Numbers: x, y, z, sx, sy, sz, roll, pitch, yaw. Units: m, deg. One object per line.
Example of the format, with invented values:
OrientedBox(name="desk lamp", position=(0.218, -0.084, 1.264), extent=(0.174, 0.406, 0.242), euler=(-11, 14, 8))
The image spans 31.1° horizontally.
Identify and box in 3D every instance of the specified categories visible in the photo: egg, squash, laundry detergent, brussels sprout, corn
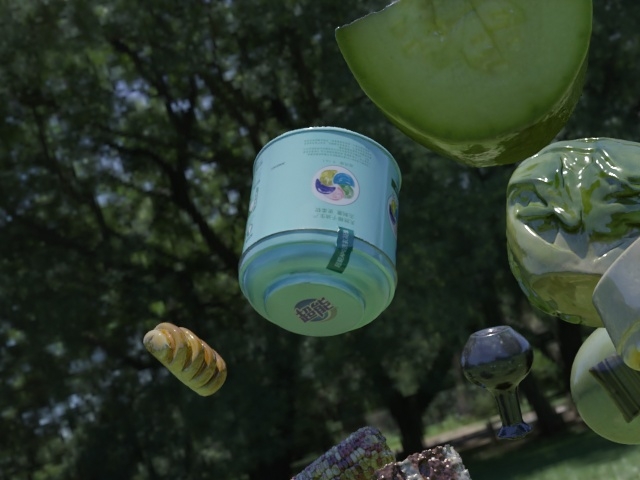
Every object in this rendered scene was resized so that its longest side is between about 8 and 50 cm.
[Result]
OrientedBox(name="egg", position=(0.563, 0.233, 2.032), extent=(0.218, 0.218, 0.295), euler=(-15, -34, -20))
OrientedBox(name="squash", position=(0.150, -0.154, 1.111), extent=(0.236, 0.204, 0.155), euler=(-18, 11, 2))
OrientedBox(name="laundry detergent", position=(0.000, 0.000, 2.094), extent=(0.287, 0.305, 0.287), euler=(3, -36, 2))
OrientedBox(name="brussels sprout", position=(0.424, -0.023, 1.778), extent=(0.328, 0.328, 0.247), euler=(-23, -53, 28))
OrientedBox(name="corn", position=(0.002, 0.434, 2.021), extent=(0.290, 0.098, 0.098), euler=(-35, -11, 3))

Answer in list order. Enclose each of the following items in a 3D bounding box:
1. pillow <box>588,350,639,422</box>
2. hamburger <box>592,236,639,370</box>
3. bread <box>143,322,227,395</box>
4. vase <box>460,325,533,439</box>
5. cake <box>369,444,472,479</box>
OrientedBox(name="pillow", position=(0.552, 0.198, 1.878), extent=(0.203, 0.113, 0.038), euler=(-38, -8, 17))
OrientedBox(name="hamburger", position=(0.451, 0.062, 1.382), extent=(0.227, 0.151, 0.295), euler=(-54, -31, 15))
OrientedBox(name="bread", position=(-0.244, 0.214, 2.097), extent=(0.084, 0.119, 0.177), euler=(-51, -47, -7))
OrientedBox(name="vase", position=(0.299, 0.235, 1.876), extent=(0.120, 0.183, 0.120), euler=(-15, 3, 1))
OrientedBox(name="cake", position=(0.160, 0.398, 1.746), extent=(0.147, 0.135, 0.134), euler=(-18, -25, -16))
